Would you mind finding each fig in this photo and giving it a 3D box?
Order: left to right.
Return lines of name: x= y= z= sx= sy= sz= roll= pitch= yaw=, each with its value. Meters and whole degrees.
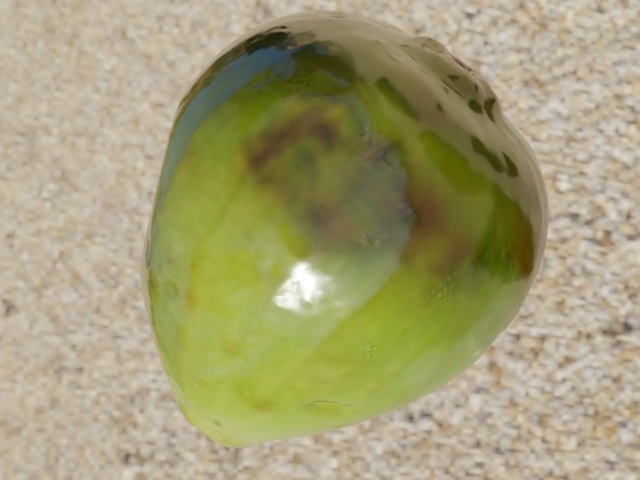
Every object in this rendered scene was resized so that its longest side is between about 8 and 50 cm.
fig: x=0.000 y=-0.004 z=0.814 sx=0.230 sy=0.207 sz=0.207 roll=-42 pitch=33 yaw=-8
